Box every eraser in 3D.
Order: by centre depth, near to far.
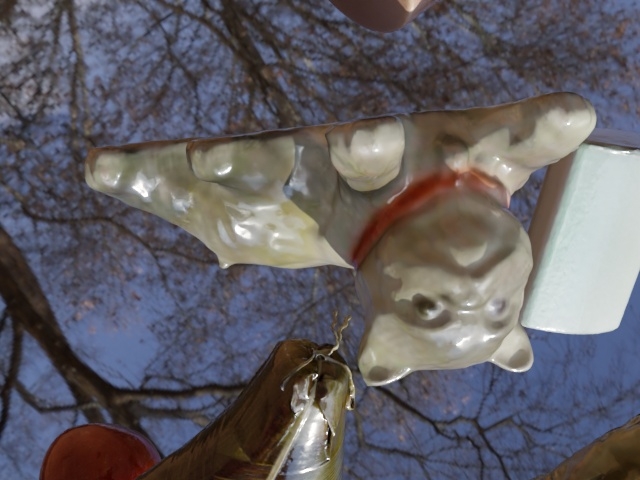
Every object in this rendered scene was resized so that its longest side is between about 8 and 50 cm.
[{"bbox_3d":[0.390,-0.012,1.346,0.189,0.290,0.104,2,-157,-28],"label":"eraser"}]

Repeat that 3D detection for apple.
[{"bbox_3d":[-0.316,0.357,1.347,0.181,0.181,0.168,-17,-138,16],"label":"apple"}]

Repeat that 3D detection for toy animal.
[{"bbox_3d":[0.000,0.000,0.664,0.308,0.188,0.266,-9,-167,-12],"label":"toy animal"}]

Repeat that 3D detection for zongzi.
[{"bbox_3d":[-0.091,0.186,0.890,0.241,0.248,0.111,-3,-137,-8],"label":"zongzi"}]

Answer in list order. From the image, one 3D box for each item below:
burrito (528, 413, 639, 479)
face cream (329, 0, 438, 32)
[{"bbox_3d":[0.252,0.273,0.878,0.332,0.190,0.135,-38,-132,34],"label":"burrito"},{"bbox_3d":[0.050,-0.236,0.658,0.104,0.149,0.149,-39,-138,-15],"label":"face cream"}]
